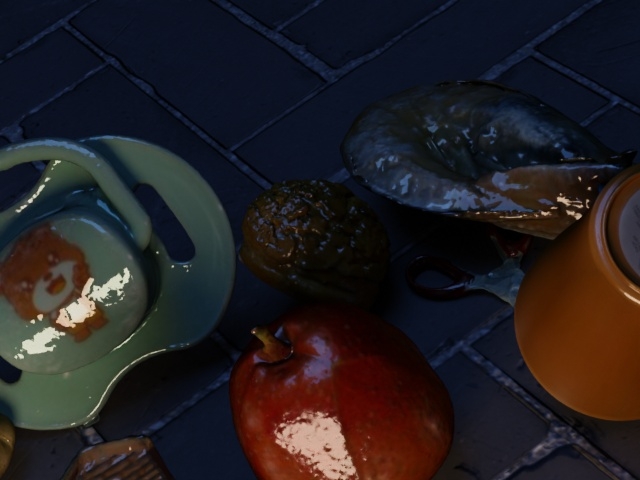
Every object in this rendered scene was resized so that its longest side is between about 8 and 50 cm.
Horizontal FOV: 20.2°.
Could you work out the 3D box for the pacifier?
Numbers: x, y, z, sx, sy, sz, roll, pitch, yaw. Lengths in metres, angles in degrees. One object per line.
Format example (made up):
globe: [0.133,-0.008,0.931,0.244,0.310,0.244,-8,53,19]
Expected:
pacifier: [-0.252,0.025,1.868,0.343,0.288,0.269,-33,4,6]

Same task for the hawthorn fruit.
hawthorn fruit: [0.002,0.139,1.584,0.196,0.225,0.196,-24,39,21]

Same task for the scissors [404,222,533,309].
scissors: [0.195,0.050,1.752,0.144,0.017,0.248,-34,39,-11]

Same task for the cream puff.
cream puff: [0.000,0.000,1.795,0.150,0.165,0.115,44,109,40]

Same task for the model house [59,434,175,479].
model house: [-0.157,0.269,1.546,0.166,0.183,0.172,-29,40,-8]

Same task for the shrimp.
shrimp: [0.198,-0.065,1.793,0.221,0.110,0.446,-29,38,-33]

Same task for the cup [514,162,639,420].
cup: [0.290,0.044,1.509,0.226,0.264,0.182,13,70,2]

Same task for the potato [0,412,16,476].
potato: [-0.375,0.238,1.789,0.107,0.080,0.170,10,54,36]
